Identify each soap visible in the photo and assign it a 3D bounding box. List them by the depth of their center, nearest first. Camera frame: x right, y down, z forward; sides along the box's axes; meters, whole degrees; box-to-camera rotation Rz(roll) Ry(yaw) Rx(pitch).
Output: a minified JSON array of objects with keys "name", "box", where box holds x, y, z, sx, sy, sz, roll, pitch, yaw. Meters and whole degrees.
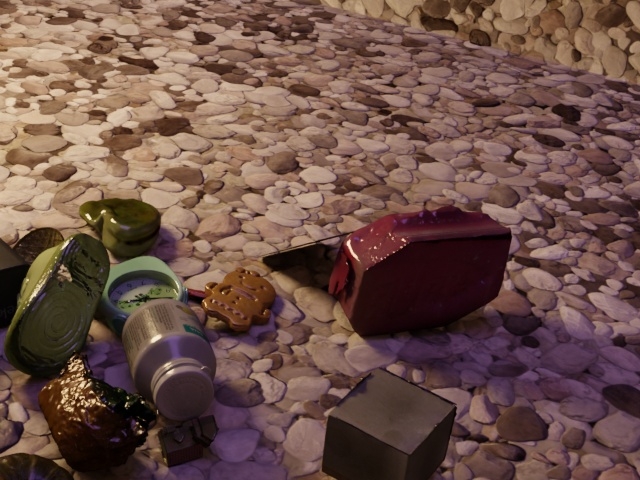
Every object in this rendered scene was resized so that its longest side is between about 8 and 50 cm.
[{"name":"soap","box":[0.180,0.055,1.953,0.325,0.220,0.127,-3,28,-17]}]

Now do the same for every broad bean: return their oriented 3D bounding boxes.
[{"name":"broad bean","box":[-0.404,-0.044,2.139,0.153,0.072,0.206,-3,31,-28]}]

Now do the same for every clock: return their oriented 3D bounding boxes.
[{"name":"clock","box":[-0.315,0.117,1.883,0.159,0.066,0.211,-22,44,-31]}]

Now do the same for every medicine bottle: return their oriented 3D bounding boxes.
[{"name":"medicine bottle","box":[-0.239,0.194,1.693,0.135,0.135,0.215,-5,25,-19]}]

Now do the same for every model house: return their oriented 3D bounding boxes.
[{"name":"model house","box":[-0.200,0.306,1.611,0.083,0.057,0.058,-9,73,-29]}]

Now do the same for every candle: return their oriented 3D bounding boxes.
[{"name":"candle","box":[-0.259,0.096,1.983,0.167,0.021,0.026,12,30,7]}]

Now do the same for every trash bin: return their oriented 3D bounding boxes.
[{"name":"trash bin","box":[-0.629,0.062,1.881,0.165,0.115,0.225,-20,36,-31]}]

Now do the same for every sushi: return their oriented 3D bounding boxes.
[{"name":"sushi","box":[-0.330,0.266,1.576,0.140,0.149,0.287,-37,20,-11]}]

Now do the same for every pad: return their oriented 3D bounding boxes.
[{"name":"pad","box":[0.000,0.000,2.058,0.176,0.002,0.266,-14,-1,-31]}]

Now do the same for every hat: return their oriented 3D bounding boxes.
[{"name":"hat","box":[-0.517,0.053,1.973,0.146,0.067,0.146,-14,56,22]}]

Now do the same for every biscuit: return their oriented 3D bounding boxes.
[{"name":"biscuit","box":[-0.144,0.108,1.960,0.133,0.027,0.184,32,31,20]}]

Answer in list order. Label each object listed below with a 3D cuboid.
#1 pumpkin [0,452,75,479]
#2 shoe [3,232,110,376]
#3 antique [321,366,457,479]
[{"name":"pumpkin","box":[-0.394,0.389,1.353,0.219,0.162,0.219,27,30,-17]},{"name":"shoe","box":[-0.443,0.112,1.790,0.140,0.128,0.262,32,65,-23]},{"name":"antique","box":[0.102,0.302,1.589,0.147,0.148,0.152,23,35,27]}]
